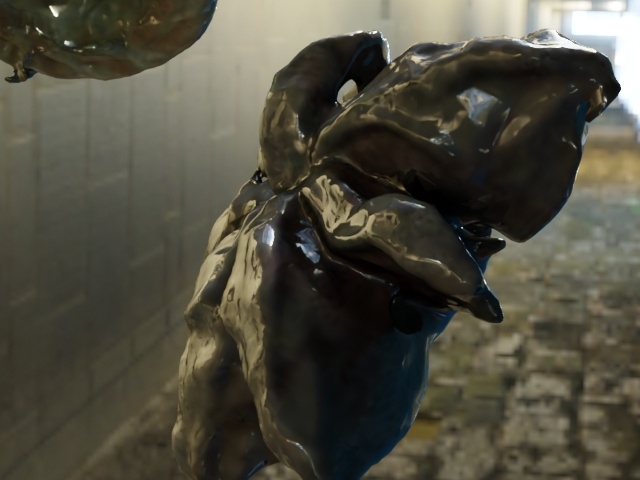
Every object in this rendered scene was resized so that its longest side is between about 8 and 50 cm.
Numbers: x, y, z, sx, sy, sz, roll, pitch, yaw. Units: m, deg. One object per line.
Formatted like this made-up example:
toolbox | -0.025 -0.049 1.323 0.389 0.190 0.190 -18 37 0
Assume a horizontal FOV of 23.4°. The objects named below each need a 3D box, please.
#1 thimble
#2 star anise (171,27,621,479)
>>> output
thimble | -0.155 -0.213 0.917 0.148 0.196 0.229 -91 156 -43
star anise | 0.000 0.000 0.758 0.359 0.139 0.316 -44 -167 40
